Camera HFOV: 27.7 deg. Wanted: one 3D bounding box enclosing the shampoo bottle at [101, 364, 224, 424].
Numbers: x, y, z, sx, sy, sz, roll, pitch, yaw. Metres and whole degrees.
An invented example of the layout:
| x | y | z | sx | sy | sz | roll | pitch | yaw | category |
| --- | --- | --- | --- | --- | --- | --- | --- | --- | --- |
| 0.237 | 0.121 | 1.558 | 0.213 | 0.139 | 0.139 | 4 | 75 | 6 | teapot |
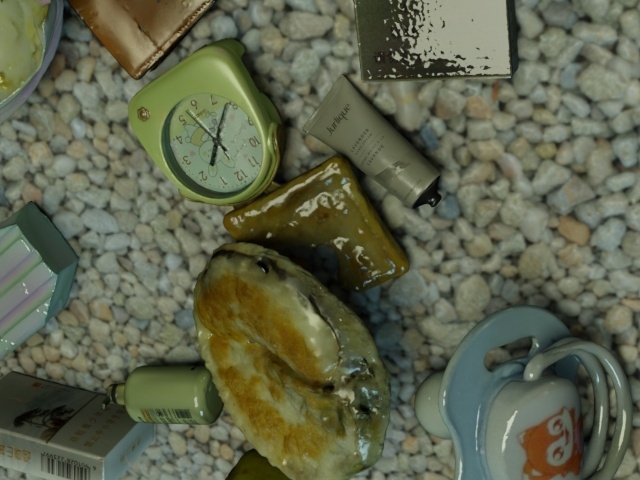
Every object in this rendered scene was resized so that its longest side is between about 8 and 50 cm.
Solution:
| x | y | z | sx | sy | sz | roll | pitch | yaw | category |
| --- | --- | --- | --- | --- | --- | --- | --- | --- | --- |
| -0.215 | 0.208 | 1.754 | 0.162 | 0.079 | 0.079 | -2 | 110 | 22 | shampoo bottle |

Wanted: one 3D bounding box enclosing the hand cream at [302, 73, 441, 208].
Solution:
| x | y | z | sx | sy | sz | roll | pitch | yaw | category |
| --- | --- | --- | --- | --- | --- | --- | --- | --- | --- |
| 0.070 | -0.106 | 1.537 | 0.186 | 0.054 | 0.087 | 41 | 115 | 9 | hand cream |

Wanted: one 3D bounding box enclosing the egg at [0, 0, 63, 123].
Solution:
| x | y | z | sx | sy | sz | roll | pitch | yaw | category |
| --- | --- | --- | --- | --- | --- | --- | --- | --- | --- |
| -0.432 | -0.234 | 1.617 | 0.271 | 0.162 | 0.206 | -35 | 59 | -4 | egg |

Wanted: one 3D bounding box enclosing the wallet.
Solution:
| x | y | z | sx | sy | sz | roll | pitch | yaw | category |
| --- | --- | --- | --- | --- | --- | --- | --- | --- | --- |
| -0.229 | -0.316 | 1.573 | 0.195 | 0.042 | 0.161 | 47 | 115 | 0 | wallet |

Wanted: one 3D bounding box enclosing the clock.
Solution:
| x | y | z | sx | sy | sz | roll | pitch | yaw | category |
| --- | --- | --- | --- | --- | --- | --- | --- | --- | --- |
| -0.116 | -0.116 | 1.592 | 0.170 | 0.069 | 0.232 | -28 | 100 | 27 | clock |

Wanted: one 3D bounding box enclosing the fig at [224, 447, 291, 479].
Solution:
| x | y | z | sx | sy | sz | roll | pitch | yaw | category |
| --- | --- | --- | --- | --- | --- | --- | --- | --- | --- |
| -0.054 | 0.369 | 1.720 | 0.186 | 0.142 | 0.148 | 43 | 147 | 15 | fig |

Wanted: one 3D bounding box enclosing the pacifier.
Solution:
| x | y | z | sx | sy | sz | roll | pitch | yaw | category |
| --- | --- | --- | --- | --- | --- | --- | --- | --- | --- |
| 0.211 | 0.210 | 1.551 | 0.233 | 0.244 | 0.299 | 13 | 114 | 50 | pacifier |

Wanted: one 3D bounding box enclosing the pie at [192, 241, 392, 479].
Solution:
| x | y | z | sx | sy | sz | roll | pitch | yaw | category |
| --- | --- | --- | --- | --- | --- | --- | --- | --- | --- |
| -0.042 | 0.151 | 1.602 | 0.339 | 0.077 | 0.339 | 29 | 135 | 34 | pie |

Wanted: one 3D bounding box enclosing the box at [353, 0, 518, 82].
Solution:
| x | y | z | sx | sy | sz | roll | pitch | yaw | category |
| --- | --- | --- | --- | --- | --- | --- | --- | --- | --- |
| 0.116 | -0.337 | 1.424 | 0.180 | 0.047 | 0.325 | 1 | 112 | 20 | box |

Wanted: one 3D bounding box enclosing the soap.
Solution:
| x | y | z | sx | sy | sz | roll | pitch | yaw | category |
| --- | --- | --- | --- | --- | --- | --- | --- | --- | --- |
| -0.426 | 0.063 | 1.773 | 0.230 | 0.091 | 0.145 | -37 | 98 | 28 | soap |

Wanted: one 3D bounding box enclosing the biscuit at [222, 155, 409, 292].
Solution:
| x | y | z | sx | sy | sz | roll | pitch | yaw | category |
| --- | --- | --- | --- | --- | --- | --- | --- | --- | --- |
| 0.000 | 0.000 | 1.580 | 0.174 | 0.039 | 0.183 | -31 | 111 | 17 | biscuit |

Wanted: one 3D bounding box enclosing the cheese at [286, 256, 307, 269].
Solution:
| x | y | z | sx | sy | sz | roll | pitch | yaw | category |
| --- | --- | --- | --- | --- | --- | --- | --- | --- | --- |
| -0.026 | 0.072 | 1.662 | 0.047 | 0.017 | 0.111 | -5 | 108 | 20 | cheese |

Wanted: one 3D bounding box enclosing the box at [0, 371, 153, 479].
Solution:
| x | y | z | sx | sy | sz | roll | pitch | yaw | category |
| --- | --- | --- | --- | --- | --- | --- | --- | --- | --- |
| -0.367 | 0.262 | 1.795 | 0.233 | 0.149 | 0.067 | 12 | 112 | 16 | box |
